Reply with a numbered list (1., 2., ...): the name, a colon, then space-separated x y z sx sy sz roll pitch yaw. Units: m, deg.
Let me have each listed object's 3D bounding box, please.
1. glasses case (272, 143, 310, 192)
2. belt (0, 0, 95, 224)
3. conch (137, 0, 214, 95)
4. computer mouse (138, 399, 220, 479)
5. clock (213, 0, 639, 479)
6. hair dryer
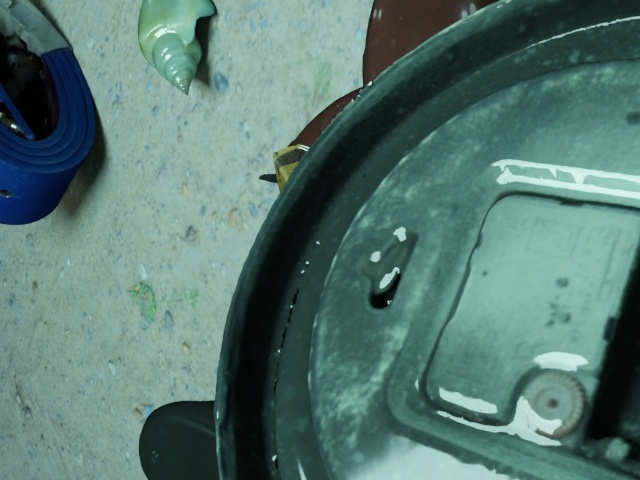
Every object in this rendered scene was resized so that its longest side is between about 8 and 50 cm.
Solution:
1. glasses case: 0.000 0.000 0.693 0.065 0.041 0.170 58 166 36
2. belt: -0.413 -0.190 1.060 0.117 0.212 0.347 -48 63 39
3. conch: -0.157 -0.222 0.888 0.088 0.065 0.180 -49 51 39
4. computer mouse: -0.061 0.229 0.808 0.269 0.086 0.138 16 114 37
5. clock: 0.122 0.045 0.386 0.386 0.076 0.386 -18 55 27
6. hair dryer: 0.028 -0.141 0.687 0.340 0.123 0.313 -24 72 56
